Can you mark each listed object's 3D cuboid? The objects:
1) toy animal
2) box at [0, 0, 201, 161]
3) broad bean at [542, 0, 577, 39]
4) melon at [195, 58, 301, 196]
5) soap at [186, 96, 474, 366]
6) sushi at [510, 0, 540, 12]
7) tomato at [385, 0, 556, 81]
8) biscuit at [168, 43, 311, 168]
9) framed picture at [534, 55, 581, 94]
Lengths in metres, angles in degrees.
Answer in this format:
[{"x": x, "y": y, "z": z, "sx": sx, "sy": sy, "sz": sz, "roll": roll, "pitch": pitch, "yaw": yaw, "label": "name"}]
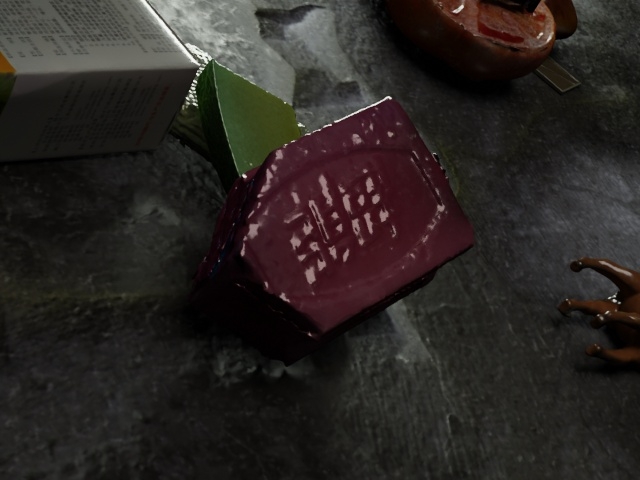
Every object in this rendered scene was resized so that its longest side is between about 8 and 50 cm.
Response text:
[{"x": 0.354, "y": 0.121, "z": 1.502, "sx": 0.229, "sy": 0.066, "sz": 0.224, "roll": 19, "pitch": 34, "yaw": -31, "label": "toy animal"}, {"x": -0.278, "y": -0.169, "z": 1.283, "sx": 0.299, "sy": 0.106, "sz": 0.200, "roll": -10, "pitch": 52, "yaw": -47, "label": "box"}, {"x": 0.288, "y": -0.308, "z": 2.011, "sx": 0.114, "sy": 0.084, "sz": 0.165, "roll": 46, "pitch": 26, "yaw": 15, "label": "broad bean"}, {"x": -0.034, "y": -0.041, "z": 1.360, "sx": 0.114, "sy": 0.053, "sz": 0.262, "roll": -9, "pitch": 67, "yaw": -45, "label": "melon"}, {"x": 0.000, "y": 0.000, "z": 1.260, "sx": 0.250, "sy": 0.099, "sz": 0.162, "roll": -30, "pitch": 89, "yaw": -40, "label": "soap"}, {"x": 0.223, "y": -0.328, "z": 1.829, "sx": 0.083, "sy": 0.056, "sz": 0.085, "roll": 4, "pitch": 47, "yaw": -27, "label": "sushi"}, {"x": 0.170, "y": -0.279, "z": 1.853, "sx": 0.236, "sy": 0.095, "sz": 0.237, "roll": 23, "pitch": 37, "yaw": -19, "label": "tomato"}, {"x": -0.077, "y": -0.107, "z": 1.443, "sx": 0.199, "sy": 0.040, "sz": 0.121, "roll": 36, "pitch": 30, "yaw": 3, "label": "biscuit"}, {"x": 0.295, "y": -0.226, "z": 1.976, "sx": 0.089, "sy": 0.007, "sz": 0.066, "roll": 42, "pitch": 32, "yaw": 13, "label": "framed picture"}]
